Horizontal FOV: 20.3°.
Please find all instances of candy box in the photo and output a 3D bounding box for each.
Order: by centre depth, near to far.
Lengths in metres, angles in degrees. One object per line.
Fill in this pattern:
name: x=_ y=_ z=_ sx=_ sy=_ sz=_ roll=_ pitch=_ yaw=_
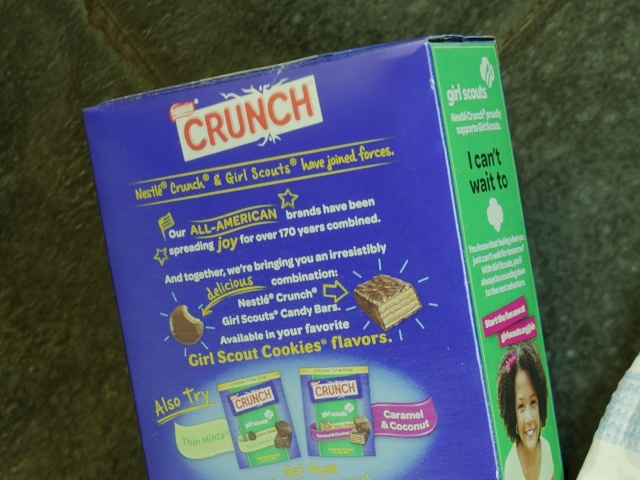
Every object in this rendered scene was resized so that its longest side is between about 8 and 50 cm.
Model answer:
candy box: x=0.002 y=0.037 z=1.216 sx=0.268 sy=0.122 sz=0.317 roll=-8 pitch=93 yaw=27

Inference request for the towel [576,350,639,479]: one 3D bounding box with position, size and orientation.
towel: x=0.281 y=0.106 z=1.141 sx=0.209 sy=0.034 sz=0.285 roll=17 pitch=74 yaw=41
